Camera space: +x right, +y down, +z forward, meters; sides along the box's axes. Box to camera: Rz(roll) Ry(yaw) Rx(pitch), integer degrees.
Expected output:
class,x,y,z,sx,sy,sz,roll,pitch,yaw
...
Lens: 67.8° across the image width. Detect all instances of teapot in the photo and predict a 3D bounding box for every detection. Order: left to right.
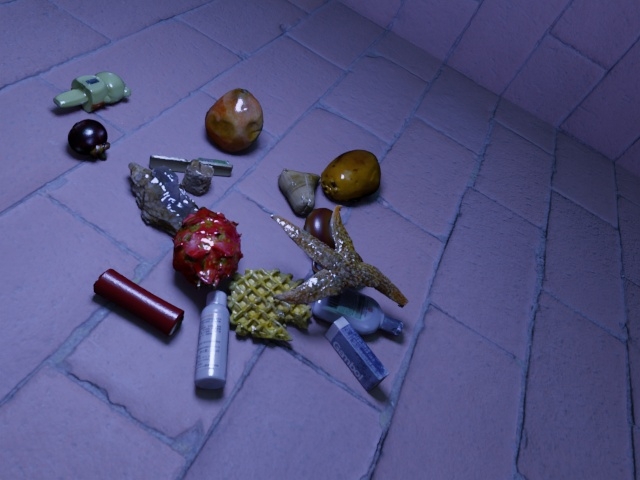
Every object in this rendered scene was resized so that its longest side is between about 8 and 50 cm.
class,x,y,z,sx,sy,sz,roll,pitch,yaw
teapot,0.000,0.000,1.619,0.178,0.135,0.251,27,57,-44

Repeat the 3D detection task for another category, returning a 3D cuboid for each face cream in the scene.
class,x,y,z,sx,sy,sz,roll,pitch,yaw
face cream,-0.286,0.257,1.278,0.082,0.082,0.268,11,49,-18
face cream,0.120,0.226,1.506,0.292,0.071,0.143,21,49,-7

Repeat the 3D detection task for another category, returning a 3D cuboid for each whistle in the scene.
class,x,y,z,sx,sy,sz,roll,pitch,yaw
whistle,-0.801,-0.521,1.678,0.131,0.106,0.288,39,45,6

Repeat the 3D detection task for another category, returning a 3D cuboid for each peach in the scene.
class,x,y,z,sx,sy,sz,roll,pitch,yaw
peach,-0.311,-0.457,1.775,0.214,0.235,0.214,22,42,-21

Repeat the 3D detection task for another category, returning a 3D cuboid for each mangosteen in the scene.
class,x,y,z,sx,sy,sz,roll,pitch,yaw
mangosteen,-0.740,-0.321,1.540,0.140,0.140,0.140,13,48,-15

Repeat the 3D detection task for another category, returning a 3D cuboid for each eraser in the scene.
class,x,y,z,sx,sy,sz,roll,pitch,yaw
eraser,0.103,0.332,1.395,0.046,0.091,0.212,-24,64,-37

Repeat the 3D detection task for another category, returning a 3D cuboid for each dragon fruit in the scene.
class,x,y,z,sx,sy,sz,roll,pitch,yaw
dragon fruit,-0.325,0.038,1.369,0.205,0.210,0.268,31,34,-39

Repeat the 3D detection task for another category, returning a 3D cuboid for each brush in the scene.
class,x,y,z,sx,sy,sz,roll,pitch,yaw
brush,-0.450,-0.267,1.667,0.283,0.054,0.048,2,43,-25

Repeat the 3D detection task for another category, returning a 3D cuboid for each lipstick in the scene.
class,x,y,z,sx,sy,sz,roll,pitch,yaw
lipstick,-0.480,0.163,1.266,0.241,0.080,0.080,31,46,1

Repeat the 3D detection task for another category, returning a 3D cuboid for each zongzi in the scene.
class,x,y,z,sx,sy,sz,roll,pitch,yaw
zongzi,-0.043,-0.183,1.768,0.198,0.099,0.194,-4,54,-37

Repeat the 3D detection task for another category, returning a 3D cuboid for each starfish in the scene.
class,x,y,z,sx,sy,sz,roll,pitch,yaw
starfish,0.042,0.074,1.441,0.398,0.132,0.383,-17,70,-27

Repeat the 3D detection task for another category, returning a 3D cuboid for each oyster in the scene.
class,x,y,z,sx,sy,sz,roll,pitch,yaw
oyster,-0.483,-0.128,1.491,0.166,0.110,0.341,-27,80,-33

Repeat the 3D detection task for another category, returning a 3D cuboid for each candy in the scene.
class,x,y,z,sx,sy,sz,roll,pitch,yaw
candy,-0.410,-0.212,1.602,0.095,0.110,0.085,25,35,-20

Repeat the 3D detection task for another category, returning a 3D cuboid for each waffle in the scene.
class,x,y,z,sx,sy,sz,roll,pitch,yaw
waffle,-0.150,0.185,1.423,0.262,0.056,0.249,8,48,-16

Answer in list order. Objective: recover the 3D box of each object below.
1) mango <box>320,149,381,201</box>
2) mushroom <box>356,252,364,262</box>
class,x,y,z,sx,sy,sz,roll,pitch,yaw
mango,0.124,-0.254,1.865,0.201,0.152,0.287,39,45,17
mushroom,0.107,0.091,1.605,0.109,0.085,0.126,-9,72,-29
